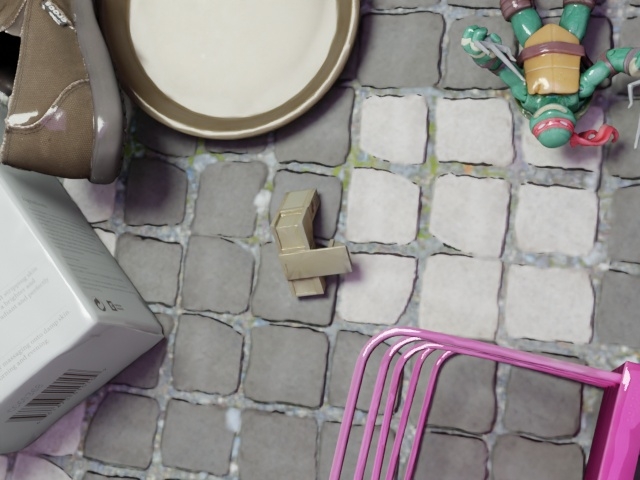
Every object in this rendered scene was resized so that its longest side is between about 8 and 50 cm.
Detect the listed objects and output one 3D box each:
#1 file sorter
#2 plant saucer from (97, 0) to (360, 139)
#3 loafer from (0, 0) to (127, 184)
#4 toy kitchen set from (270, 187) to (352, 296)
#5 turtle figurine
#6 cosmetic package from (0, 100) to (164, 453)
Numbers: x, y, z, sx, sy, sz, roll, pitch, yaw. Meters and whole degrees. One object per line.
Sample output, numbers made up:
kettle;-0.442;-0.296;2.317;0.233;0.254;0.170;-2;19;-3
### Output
file sorter;0.130;0.178;0.635;0.182;0.290;0.202;13;84;19
plant saucer;-0.096;-0.242;0.866;0.278;0.041;0.278;0;91;6
loafer;-0.294;-0.216;0.840;0.130;0.134;0.366;-6;55;-27
toy kitchen set;0.000;0.000;0.830;0.068;0.075;0.083;-7;119;16
turtle figurine;0.213;-0.172;0.763;0.175;0.118;0.234;3;65;0
cosmetic package;-0.370;0.007;0.859;0.217;0.156;0.385;-38;73;5
